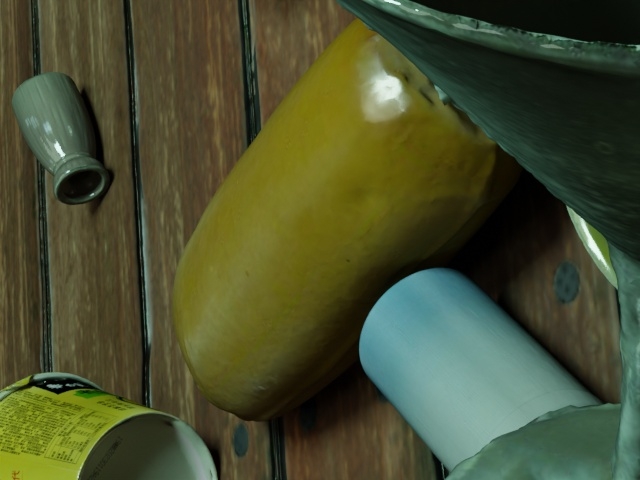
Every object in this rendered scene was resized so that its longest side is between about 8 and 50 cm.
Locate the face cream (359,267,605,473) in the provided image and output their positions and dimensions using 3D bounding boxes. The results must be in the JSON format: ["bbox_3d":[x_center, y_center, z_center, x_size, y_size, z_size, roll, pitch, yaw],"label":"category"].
[{"bbox_3d":[0.106,0.104,0.864,0.250,0.077,0.077,48,125,50],"label":"face cream"}]

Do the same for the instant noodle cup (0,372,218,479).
[{"bbox_3d":[-0.145,0.163,1.216,0.122,0.151,0.151,-1,85,46],"label":"instant noodle cup"}]

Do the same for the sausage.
[{"bbox_3d":[-0.004,0.001,1.034,0.354,0.116,0.134,-51,56,48],"label":"sausage"}]

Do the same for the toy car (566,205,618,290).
[{"bbox_3d":[0.147,-0.077,0.793,0.235,0.145,0.235,39,135,55],"label":"toy car"}]

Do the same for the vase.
[{"bbox_3d":[-0.194,-0.075,1.405,0.053,0.053,0.101,-58,45,36],"label":"vase"}]

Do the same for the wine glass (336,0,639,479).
[{"bbox_3d":[0.107,0.010,0.591,0.406,0.267,0.267,84,163,-44],"label":"wine glass"}]
